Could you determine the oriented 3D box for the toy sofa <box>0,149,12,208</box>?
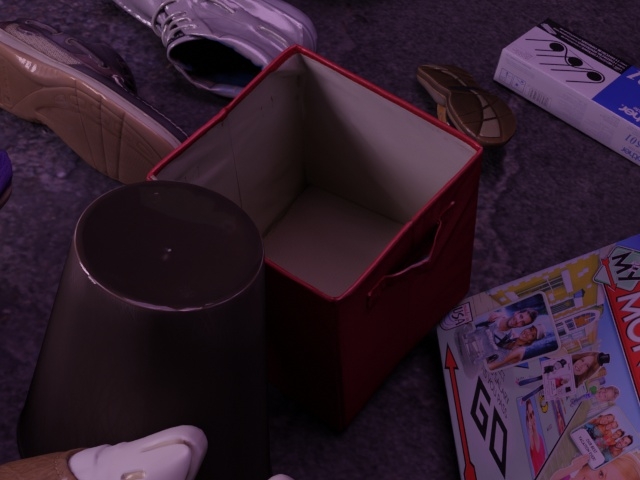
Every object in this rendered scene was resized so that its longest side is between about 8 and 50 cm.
[{"bbox_3d":[-0.356,0.019,0.947,0.177,0.150,0.363,21,60,-3],"label":"toy sofa"}]

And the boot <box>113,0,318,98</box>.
[{"bbox_3d":[-0.136,-0.228,1.387,0.258,0.095,0.123,22,36,9],"label":"boot"}]

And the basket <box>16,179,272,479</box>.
[{"bbox_3d":[-0.119,0.081,0.962,0.204,0.227,0.154,19,43,8],"label":"basket"}]

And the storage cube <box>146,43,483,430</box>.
[{"bbox_3d":[0.000,0.000,1.070,0.215,0.193,0.184,32,61,23],"label":"storage cube"}]

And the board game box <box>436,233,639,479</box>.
[{"bbox_3d":[0.209,0.144,1.026,0.213,0.046,0.317,-22,41,15],"label":"board game box"}]

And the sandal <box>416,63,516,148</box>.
[{"bbox_3d":[0.148,-0.133,1.396,0.072,0.049,0.180,0,29,-21],"label":"sandal"}]

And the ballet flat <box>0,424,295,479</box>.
[{"bbox_3d":[-0.069,0.199,0.881,0.342,0.124,0.116,27,11,3],"label":"ballet flat"}]

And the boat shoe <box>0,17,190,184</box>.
[{"bbox_3d":[-0.220,-0.142,1.274,0.285,0.103,0.092,28,49,25],"label":"boat shoe"}]

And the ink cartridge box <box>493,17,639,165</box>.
[{"bbox_3d":[0.301,-0.161,1.457,0.207,0.046,0.097,35,47,21],"label":"ink cartridge box"}]
